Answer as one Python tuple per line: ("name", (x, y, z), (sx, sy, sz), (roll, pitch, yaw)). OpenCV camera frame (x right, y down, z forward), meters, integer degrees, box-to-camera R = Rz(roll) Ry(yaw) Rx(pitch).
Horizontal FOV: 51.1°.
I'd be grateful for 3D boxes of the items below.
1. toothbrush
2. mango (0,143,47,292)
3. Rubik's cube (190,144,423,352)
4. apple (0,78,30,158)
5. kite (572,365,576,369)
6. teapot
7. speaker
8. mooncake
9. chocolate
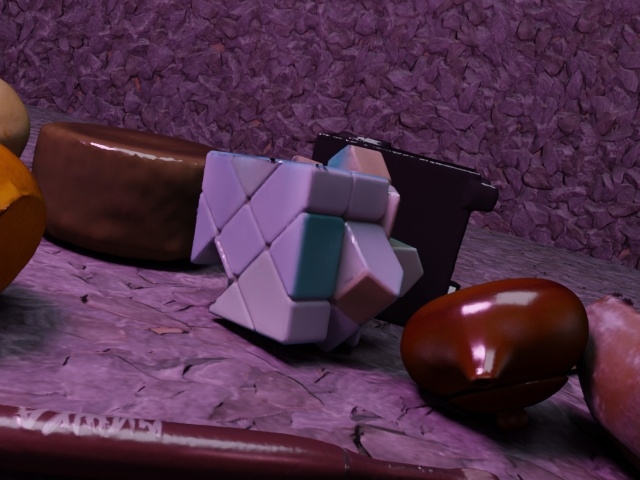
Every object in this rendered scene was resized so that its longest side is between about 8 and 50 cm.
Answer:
("toothbrush", (-0.043, 0.139, 0.422), (0.363, 0.041, 0.041), (11, 10, -18))
("mango", (-0.344, -0.008, 0.514), (0.190, 0.160, 0.290), (20, 19, -5))
("Rubik's cube", (0.000, 0.000, 0.753), (0.212, 0.225, 0.265), (6, 7, -45))
("apple", (-0.565, -0.183, 1.070), (0.199, 0.200, 0.200), (14, 10, -2))
("kite", (0.317, 0.152, 0.957), (0.189, 0.009, 0.232), (13, 9, -2))
("teapot", (0.176, 0.119, 0.657), (0.178, 0.135, 0.252), (-13, -20, 22))
("speaker", (0.102, -0.020, 0.961), (0.253, 0.232, 0.184), (15, 11, 7))
("mooncake", (-0.261, -0.071, 0.954), (0.284, 0.156, 0.284), (14, 12, -3))
("chocolate", (0.289, 0.146, 0.623), (0.083, 0.161, 0.261), (-21, 2, 8))
